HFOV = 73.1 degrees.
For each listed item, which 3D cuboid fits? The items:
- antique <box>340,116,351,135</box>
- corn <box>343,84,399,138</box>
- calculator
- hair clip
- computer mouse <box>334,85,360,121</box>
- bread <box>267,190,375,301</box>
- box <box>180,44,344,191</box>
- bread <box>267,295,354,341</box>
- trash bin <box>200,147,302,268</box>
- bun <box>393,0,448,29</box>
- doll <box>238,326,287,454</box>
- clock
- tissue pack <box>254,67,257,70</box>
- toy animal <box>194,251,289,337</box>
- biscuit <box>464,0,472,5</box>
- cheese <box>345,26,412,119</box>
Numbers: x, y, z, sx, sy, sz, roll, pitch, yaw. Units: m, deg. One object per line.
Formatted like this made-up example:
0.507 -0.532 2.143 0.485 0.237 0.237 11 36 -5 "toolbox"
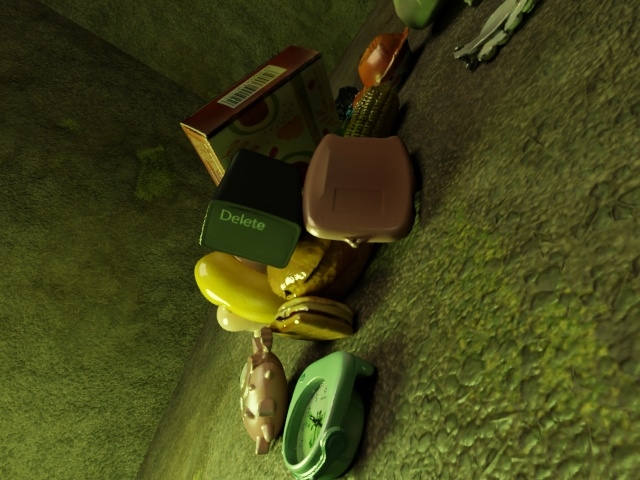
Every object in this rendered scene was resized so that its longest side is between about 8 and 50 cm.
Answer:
0.078 -0.345 1.467 0.080 0.081 0.221 -61 14 -3 "antique"
0.111 -0.249 1.121 0.363 0.120 0.120 -66 16 -13 "corn"
0.077 -0.111 0.827 0.048 0.220 0.329 89 -174 -47 "calculator"
0.329 -0.403 0.813 0.172 0.049 0.116 -46 26 38 "hair clip"
0.098 -0.516 1.658 0.062 0.106 0.192 -47 19 59 "computer mouse"
0.002 -0.005 0.956 0.312 0.172 0.312 -52 23 32 "bread"
-0.103 -0.219 1.091 0.344 0.385 0.122 -43 49 -19 "box"
-0.020 0.152 0.830 0.200 0.116 0.077 -32 39 61 "bread"
-0.121 -0.076 0.847 0.225 0.165 0.115 -88 18 -52 "trash bin"
0.290 -0.736 1.181 0.283 0.179 0.283 -55 -5 -7 "bun"
-0.114 0.298 0.857 0.211 0.093 0.262 -124 37 -64 "doll"
0.002 0.277 0.636 0.159 0.066 0.211 -43 24 51 "clock"
-0.121 -0.383 1.552 0.382 0.228 0.293 104 152 -53 "tissue pack"
-0.223 0.120 1.265 0.247 0.278 0.345 111 157 -53 "toy animal"
0.403 -0.677 1.071 0.265 0.040 0.188 -65 16 -16 "biscuit"
0.175 -0.517 1.362 0.329 0.129 0.217 -51 18 38 "cheese"
